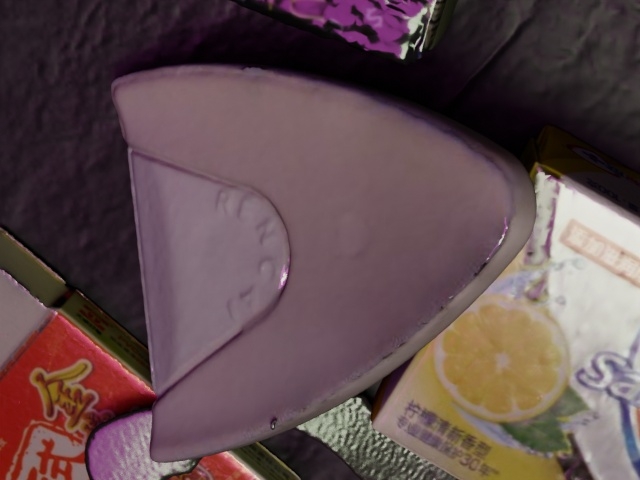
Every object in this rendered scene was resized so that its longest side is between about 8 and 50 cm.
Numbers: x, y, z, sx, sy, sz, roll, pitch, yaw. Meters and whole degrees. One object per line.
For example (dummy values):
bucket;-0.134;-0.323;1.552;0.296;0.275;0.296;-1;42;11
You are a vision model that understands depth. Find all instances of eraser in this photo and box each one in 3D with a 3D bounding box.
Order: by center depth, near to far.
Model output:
eraser;0.001;0.000;0.739;0.243;0.059;0.204;-9;84;37
eraser;-0.146;0.122;0.887;0.230;0.038;0.157;41;114;-4

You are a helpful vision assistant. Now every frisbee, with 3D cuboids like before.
frisbee;-0.016;0.063;0.830;0.211;0.012;0.187;6;100;-6

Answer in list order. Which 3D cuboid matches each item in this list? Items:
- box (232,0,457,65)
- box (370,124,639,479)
box;-0.061;-0.229;0.709;0.310;0.084;0.198;20;113;6
box;0.179;0.080;0.753;0.265;0.097;0.168;32;111;1
